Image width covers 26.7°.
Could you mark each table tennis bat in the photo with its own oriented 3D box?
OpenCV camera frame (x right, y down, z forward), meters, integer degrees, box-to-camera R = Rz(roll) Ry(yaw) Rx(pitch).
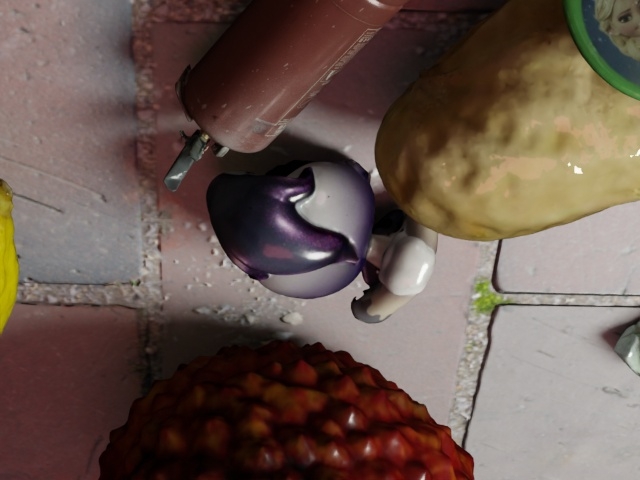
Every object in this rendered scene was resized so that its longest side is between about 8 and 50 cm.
[{"bbox_3d":[0.234,-0.214,1.008,0.160,0.039,0.257,-42,83,1],"label":"table tennis bat"}]

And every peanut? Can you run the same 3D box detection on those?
[{"bbox_3d":[0.228,-0.123,1.104,0.387,0.169,0.192,-19,101,9],"label":"peanut"}]

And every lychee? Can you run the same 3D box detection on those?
[{"bbox_3d":[-0.024,0.338,1.364,0.425,0.424,0.500,-19,109,15],"label":"lychee"}]

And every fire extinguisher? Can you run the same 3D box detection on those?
[{"bbox_3d":[-0.039,-0.148,1.107,0.105,0.104,0.269,30,126,-26],"label":"fire extinguisher"}]

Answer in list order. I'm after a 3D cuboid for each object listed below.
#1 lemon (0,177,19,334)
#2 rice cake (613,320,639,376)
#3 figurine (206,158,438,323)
[{"bbox_3d":[-0.402,0.036,1.157,0.322,0.268,0.268,-22,130,23],"label":"lemon"},{"bbox_3d":[0.452,0.055,1.343,0.336,0.063,0.066,-30,124,23],"label":"rice cake"},{"bbox_3d":[0.000,0.000,1.222,0.222,0.145,0.145,16,130,-23],"label":"figurine"}]
